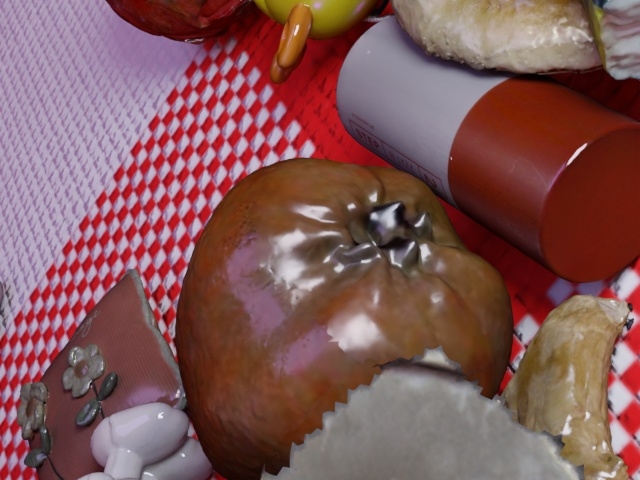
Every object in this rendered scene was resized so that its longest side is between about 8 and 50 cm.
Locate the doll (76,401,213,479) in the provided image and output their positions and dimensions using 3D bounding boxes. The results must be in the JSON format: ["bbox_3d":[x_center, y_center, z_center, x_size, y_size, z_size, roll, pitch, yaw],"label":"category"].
[{"bbox_3d":[-0.114,0.253,0.774,0.144,0.208,0.271,-20,19,20],"label":"doll"}]

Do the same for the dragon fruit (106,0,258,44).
[{"bbox_3d":[-0.117,-0.259,1.010,0.209,0.172,0.172,-12,62,55],"label":"dragon fruit"}]

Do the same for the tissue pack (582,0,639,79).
[{"bbox_3d":[0.210,-0.221,0.620,0.185,0.081,0.257,-14,56,12],"label":"tissue pack"}]

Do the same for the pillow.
[{"bbox_3d":[-0.183,0.131,0.954,0.179,0.075,0.171,-52,39,15],"label":"pillow"}]

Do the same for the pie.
[{"bbox_3d":[0.146,-0.166,0.692,0.218,0.052,0.185,-16,55,9],"label":"pie"}]

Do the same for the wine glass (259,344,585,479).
[{"bbox_3d":[-0.024,0.211,0.531,0.323,0.238,0.238,-48,39,44],"label":"wine glass"}]

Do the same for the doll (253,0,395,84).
[{"bbox_3d":[0.024,-0.213,0.874,0.221,0.135,0.143,-58,6,19],"label":"doll"}]

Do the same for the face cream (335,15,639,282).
[{"bbox_3d":[0.102,-0.062,0.706,0.096,0.096,0.214,-59,39,8],"label":"face cream"}]

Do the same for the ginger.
[{"bbox_3d":[0.139,0.172,0.561,0.148,0.081,0.334,-50,37,43],"label":"ginger"}]

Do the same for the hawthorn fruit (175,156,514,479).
[{"bbox_3d":[-0.006,0.075,0.704,0.251,0.199,0.199,-58,35,37],"label":"hawthorn fruit"}]

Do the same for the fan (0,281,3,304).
[{"bbox_3d":[-0.372,0.147,1.177,0.130,0.074,0.244,-19,51,56],"label":"fan"}]
